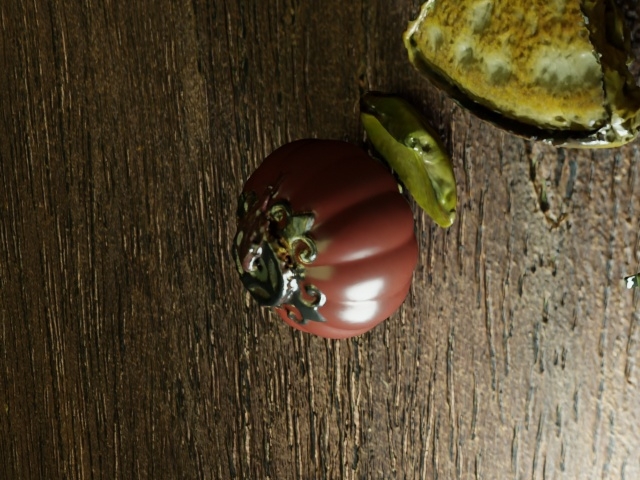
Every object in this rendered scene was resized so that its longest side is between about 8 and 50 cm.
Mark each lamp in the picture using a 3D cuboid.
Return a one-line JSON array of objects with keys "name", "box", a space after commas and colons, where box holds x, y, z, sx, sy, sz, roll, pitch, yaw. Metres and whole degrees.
[{"name": "lamp", "box": [0.000, 0.000, 1.161, 0.227, 0.227, 0.227, 28, 128, 42]}]

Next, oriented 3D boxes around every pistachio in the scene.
[{"name": "pistachio", "box": [0.103, -0.096, 1.114, 0.173, 0.049, 0.089, 55, 167, 13]}]

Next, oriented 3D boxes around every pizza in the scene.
[{"name": "pizza", "box": [0.165, -0.221, 0.949, 0.251, 0.074, 0.288, 3, 110, 51]}]

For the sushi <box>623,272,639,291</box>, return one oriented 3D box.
[{"name": "sushi", "box": [0.328, -0.030, 0.790, 0.131, 0.139, 0.291, 61, 146, 23]}]
